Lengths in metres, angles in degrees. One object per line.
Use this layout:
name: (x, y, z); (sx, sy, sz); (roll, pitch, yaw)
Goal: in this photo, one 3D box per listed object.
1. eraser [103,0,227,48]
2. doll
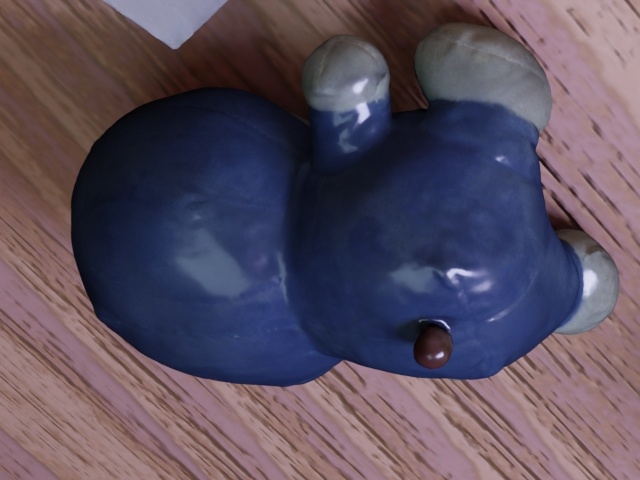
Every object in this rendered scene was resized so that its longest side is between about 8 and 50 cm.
eraser: (-0.113, -0.186, 0.736); (0.210, 0.068, 0.124); (34, 141, -19)
doll: (0.000, 0.000, 0.841); (0.258, 0.154, 0.228); (4, 139, 32)
